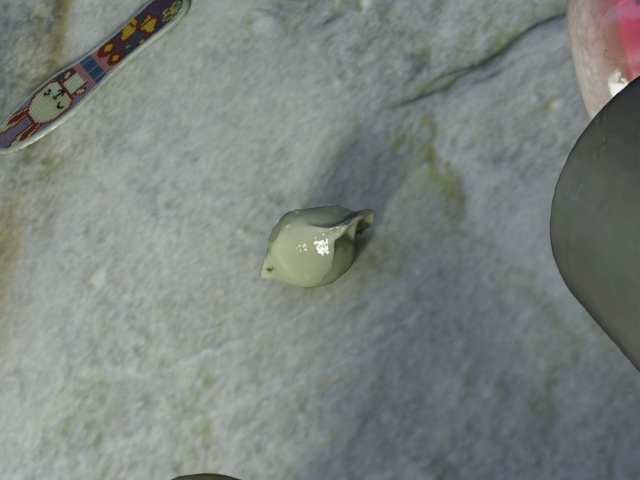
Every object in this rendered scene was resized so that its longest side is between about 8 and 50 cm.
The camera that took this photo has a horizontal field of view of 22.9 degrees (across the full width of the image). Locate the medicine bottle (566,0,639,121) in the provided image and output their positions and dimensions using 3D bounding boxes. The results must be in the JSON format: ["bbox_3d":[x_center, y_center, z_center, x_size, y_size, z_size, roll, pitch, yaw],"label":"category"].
[{"bbox_3d":[0.260,-0.119,0.805,0.247,0.147,0.147,-11,47,28],"label":"medicine bottle"}]

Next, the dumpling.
[{"bbox_3d":[-0.002,-0.002,0.950,0.052,0.076,0.057,26,39,7],"label":"dumpling"}]

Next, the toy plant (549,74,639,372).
[{"bbox_3d":[0.264,0.071,0.602,0.280,0.185,0.400,-12,37,-24],"label":"toy plant"}]

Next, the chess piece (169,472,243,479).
[{"bbox_3d":[0.047,0.208,0.661,0.300,0.167,0.167,10,58,33],"label":"chess piece"}]

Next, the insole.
[{"bbox_3d":[-0.180,-0.132,1.239,0.197,0.004,0.065,-39,40,-1],"label":"insole"}]
